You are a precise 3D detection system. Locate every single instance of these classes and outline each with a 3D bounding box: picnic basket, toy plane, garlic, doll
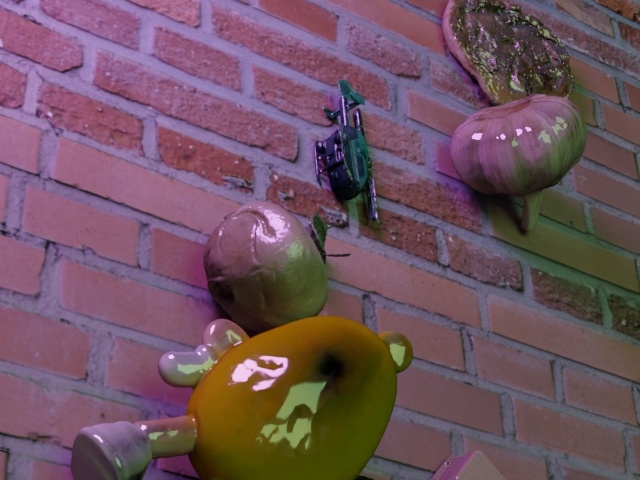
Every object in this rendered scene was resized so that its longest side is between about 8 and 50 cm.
[{"bbox_3d":[0.000,0.000,1.731,0.083,0.083,0.065,-6,38,6],"label":"picnic basket"},{"bbox_3d":[0.042,-0.142,1.876,0.096,0.060,0.235,19,54,-39],"label":"toy plane"},{"bbox_3d":[0.323,-0.115,2.013,0.218,0.219,0.212,-39,118,-47],"label":"garlic"},{"bbox_3d":[-0.065,0.241,1.429,0.423,0.161,0.348,7,58,-25],"label":"doll"}]

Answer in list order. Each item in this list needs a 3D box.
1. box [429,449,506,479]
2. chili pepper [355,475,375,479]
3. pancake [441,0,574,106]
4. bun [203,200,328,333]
[{"bbox_3d":[0.207,0.340,1.675,0.122,0.062,0.089,49,43,0],"label":"box"},{"bbox_3d":[-0.006,0.365,1.471,0.122,0.065,0.279,18,40,10],"label":"chili pepper"},{"bbox_3d":[0.331,-0.332,2.247,0.282,0.049,0.282,20,51,-27],"label":"pancake"},{"bbox_3d":[-0.080,0.041,1.585,0.113,0.173,0.166,-30,113,-33],"label":"bun"}]
